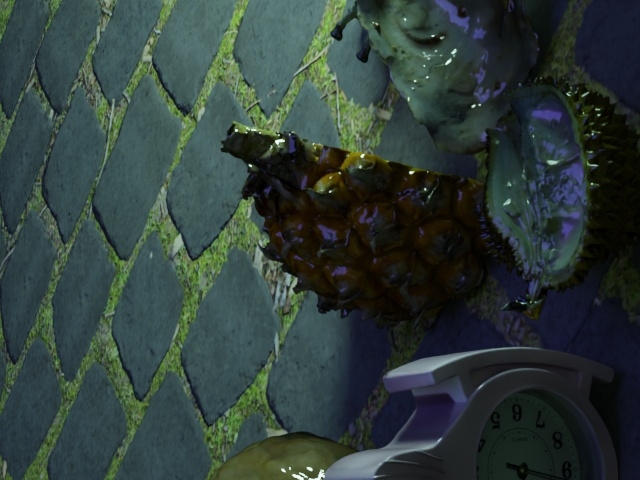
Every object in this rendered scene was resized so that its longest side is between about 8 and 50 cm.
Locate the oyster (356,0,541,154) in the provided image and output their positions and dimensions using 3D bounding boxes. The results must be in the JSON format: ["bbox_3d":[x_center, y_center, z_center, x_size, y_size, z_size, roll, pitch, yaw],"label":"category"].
[{"bbox_3d":[0.144,-0.294,1.911,0.204,0.111,0.396,-36,64,28],"label":"oyster"}]

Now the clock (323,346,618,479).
[{"bbox_3d":[0.143,0.235,1.549,0.080,0.290,0.275,-16,71,56],"label":"clock"}]

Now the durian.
[{"bbox_3d":[0.243,-0.032,1.632,0.193,0.137,0.237,-6,70,56],"label":"durian"}]

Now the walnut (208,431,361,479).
[{"bbox_3d":[-0.023,0.349,1.811,0.285,0.285,0.296,-121,30,-51],"label":"walnut"}]

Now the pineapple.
[{"bbox_3d":[-0.003,-0.001,1.897,0.344,0.286,0.209,5,82,62],"label":"pineapple"}]

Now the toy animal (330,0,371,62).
[{"bbox_3d":[0.082,-0.319,2.103,0.176,0.073,0.217,-45,35,28],"label":"toy animal"}]
